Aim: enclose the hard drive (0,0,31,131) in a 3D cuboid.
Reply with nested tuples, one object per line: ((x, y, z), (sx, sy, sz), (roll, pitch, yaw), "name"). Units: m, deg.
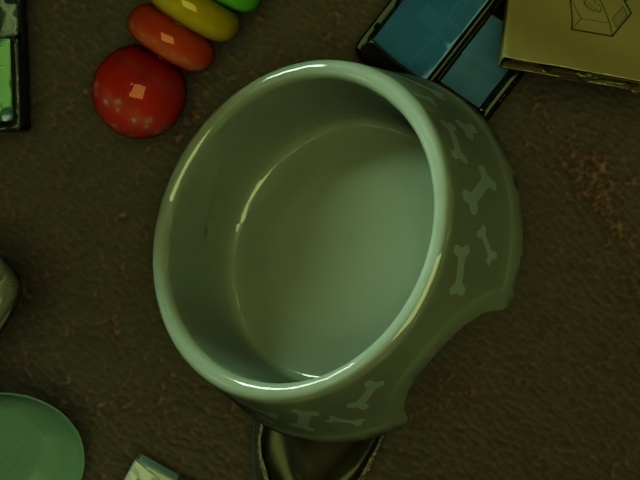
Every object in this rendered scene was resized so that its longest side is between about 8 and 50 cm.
((-0.449, -0.216, 1.401), (0.339, 0.064, 0.237), (-2, 94, 1), "hard drive")

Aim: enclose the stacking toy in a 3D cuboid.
((-0.108, -0.242, 1.367), (0.141, 0.141, 0.330), (33, 98, -2), "stacking toy")

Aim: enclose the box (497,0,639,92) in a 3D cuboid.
((0.254, -0.234, 1.367), (0.164, 0.021, 0.201), (10, 65, 0), "box")

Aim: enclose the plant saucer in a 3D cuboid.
((-0.325, 0.215, 1.415), (0.195, 0.037, 0.195), (-11, 124, -17), "plant saucer")

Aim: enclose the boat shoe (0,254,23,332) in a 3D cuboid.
((-0.420, 0.124, 1.394), (0.355, 0.130, 0.132), (-38, 88, 9), "boat shoe")

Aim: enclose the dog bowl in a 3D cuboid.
((0.000, 0.000, 1.304), (0.348, 0.102, 0.349), (-11, 69, 31), "dog bowl")

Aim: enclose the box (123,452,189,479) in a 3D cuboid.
((-0.133, 0.317, 1.450), (0.186, 0.038, 0.145), (29, 94, -1), "box")

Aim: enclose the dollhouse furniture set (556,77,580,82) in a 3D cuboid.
((0.277, -0.187, 1.418), (0.151, 0.058, 0.076), (12, 102, 19), "dollhouse furniture set")

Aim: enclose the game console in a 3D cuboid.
((0.128, -0.190, 1.384), (0.144, 0.124, 0.085), (-52, 136, 4), "game console")

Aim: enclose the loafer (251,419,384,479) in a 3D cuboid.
((0.028, 0.094, 1.386), (0.133, 0.130, 0.366), (20, 94, -1), "loafer")
